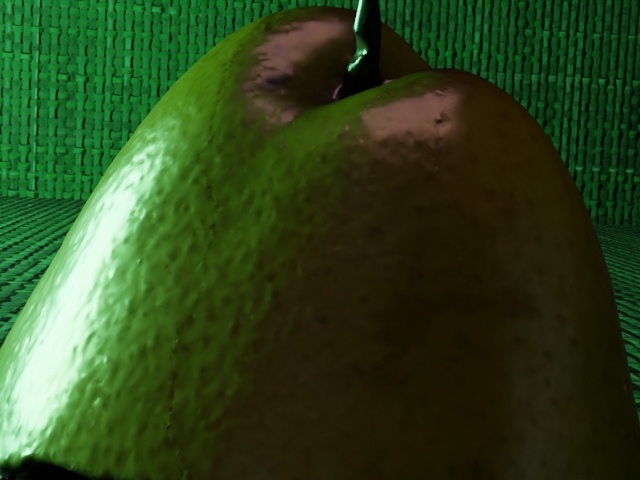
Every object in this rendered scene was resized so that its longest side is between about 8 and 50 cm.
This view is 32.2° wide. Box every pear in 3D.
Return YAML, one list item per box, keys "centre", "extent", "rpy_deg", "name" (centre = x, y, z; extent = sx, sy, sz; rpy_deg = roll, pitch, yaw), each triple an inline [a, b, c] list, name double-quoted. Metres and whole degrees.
- centre: [0.003, 0.000, 0.424]
  extent: [0.266, 0.178, 0.267]
  rpy_deg: [6, 2, 0]
  name: "pear"
